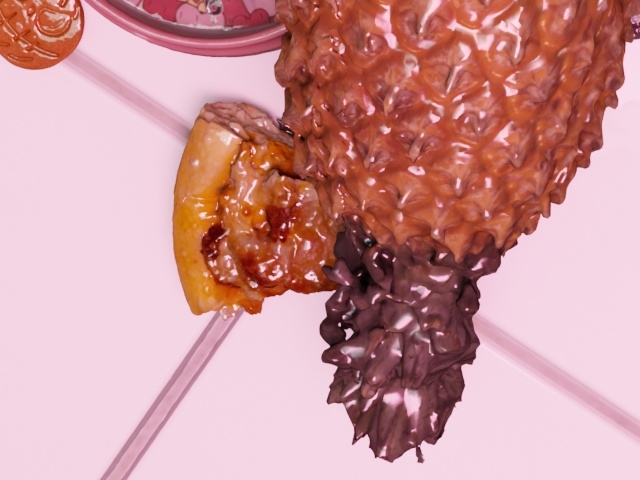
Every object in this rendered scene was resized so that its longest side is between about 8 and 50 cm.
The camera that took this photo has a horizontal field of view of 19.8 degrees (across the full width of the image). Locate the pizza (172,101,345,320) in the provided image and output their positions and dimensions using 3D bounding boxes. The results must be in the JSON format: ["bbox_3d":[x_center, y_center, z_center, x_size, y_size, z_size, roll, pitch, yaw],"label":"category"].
[{"bbox_3d":[0.000,-0.001,1.168,0.194,0.069,0.154,8,112,6],"label":"pizza"}]

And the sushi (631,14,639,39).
[{"bbox_3d":[0.190,-0.163,1.082,0.083,0.056,0.085,-2,112,10],"label":"sushi"}]

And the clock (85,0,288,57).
[{"bbox_3d":[-0.065,-0.227,1.098,0.244,0.056,0.244,4,112,9],"label":"clock"}]

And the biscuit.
[{"bbox_3d":[-0.186,-0.155,1.167,0.078,0.015,0.091,-31,104,19],"label":"biscuit"}]

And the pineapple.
[{"bbox_3d":[0.069,-0.043,1.039,0.202,0.202,0.362,7,115,7],"label":"pineapple"}]
